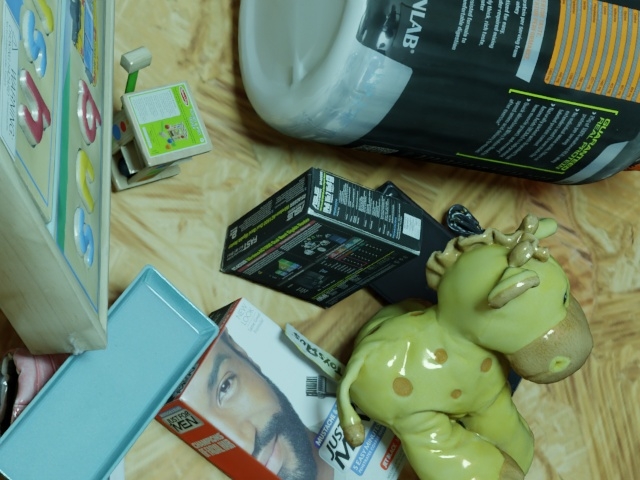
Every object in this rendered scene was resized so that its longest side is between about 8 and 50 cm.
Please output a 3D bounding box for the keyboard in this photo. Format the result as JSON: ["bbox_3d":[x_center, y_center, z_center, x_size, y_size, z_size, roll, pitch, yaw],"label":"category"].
[{"bbox_3d":[0.102,0.029,1.265,0.180,0.023,0.108,40,64,-16],"label":"keyboard"}]

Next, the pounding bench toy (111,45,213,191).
[{"bbox_3d":[-0.124,-0.085,1.135,0.052,0.065,0.083,-18,84,-34],"label":"pounding bench toy"}]

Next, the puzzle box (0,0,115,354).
[{"bbox_3d":[-0.175,-0.166,0.991,0.052,0.272,0.409,-4,65,4],"label":"puzzle box"}]

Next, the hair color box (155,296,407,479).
[{"bbox_3d":[-0.023,0.129,1.135,0.167,0.053,0.093,39,58,-14],"label":"hair color box"}]

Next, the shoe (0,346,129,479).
[{"bbox_3d":[-0.168,0.153,1.034,0.081,0.063,0.178,12,63,-27],"label":"shoe"}]

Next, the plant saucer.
[{"bbox_3d":[-0.135,0.096,1.035,0.067,0.018,0.192,44,45,-8],"label":"plant saucer"}]

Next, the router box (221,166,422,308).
[{"bbox_3d":[0.000,0.000,1.149,0.092,0.122,0.038,20,60,-26],"label":"router box"}]

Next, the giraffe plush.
[{"bbox_3d":[0.109,0.066,1.127,0.210,0.170,0.181,34,25,-31],"label":"giraffe plush"}]

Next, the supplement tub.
[{"bbox_3d":[0.126,-0.154,1.227,0.338,0.207,0.207,9,70,-30],"label":"supplement tub"}]
